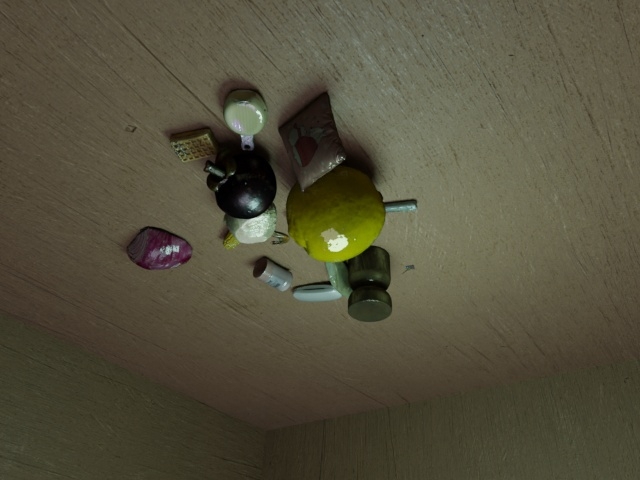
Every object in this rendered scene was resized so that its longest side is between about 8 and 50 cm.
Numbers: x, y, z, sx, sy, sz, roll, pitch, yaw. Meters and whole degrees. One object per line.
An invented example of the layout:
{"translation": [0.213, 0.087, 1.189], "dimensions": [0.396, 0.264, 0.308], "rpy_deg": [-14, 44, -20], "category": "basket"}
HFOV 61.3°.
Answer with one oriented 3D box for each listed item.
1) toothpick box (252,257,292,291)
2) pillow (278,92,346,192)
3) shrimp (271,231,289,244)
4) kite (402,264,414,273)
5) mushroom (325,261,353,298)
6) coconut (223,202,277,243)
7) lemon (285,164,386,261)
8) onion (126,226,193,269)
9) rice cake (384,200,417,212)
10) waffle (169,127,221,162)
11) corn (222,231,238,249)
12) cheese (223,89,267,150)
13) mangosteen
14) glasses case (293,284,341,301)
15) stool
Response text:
{"translation": [-0.206, 0.148, 2.342], "dimensions": [0.149, 0.098, 0.098], "rpy_deg": [32, 134, -34], "category": "toothpick box"}
{"translation": [-0.025, -0.297, 1.654], "dimensions": [0.223, 0.236, 0.084], "rpy_deg": [-27, 163, 39], "category": "pillow"}
{"translation": [-0.185, -0.008, 2.197], "dimensions": [0.114, 0.023, 0.083], "rpy_deg": [19, 143, -27], "category": "shrimp"}
{"translation": [0.377, 0.124, 2.354], "dimensions": [0.078, 0.002, 0.044], "rpy_deg": [-26, 135, 32], "category": "kite"}
{"translation": [0.095, 0.166, 2.351], "dimensions": [0.087, 0.107, 0.333], "rpy_deg": [32, 168, 44], "category": "mushroom"}
{"translation": [-0.261, -0.080, 1.979], "dimensions": [0.194, 0.194, 0.194], "rpy_deg": [2, 143, 1], "category": "coconut"}
{"translation": [0.050, -0.092, 1.822], "dimensions": [0.348, 0.348, 0.348], "rpy_deg": [2, 143, 1], "category": "lemon"}
{"translation": [-0.672, 0.070, 2.262], "dimensions": [0.247, 0.111, 0.250], "rpy_deg": [27, 135, -27], "category": "onion"}
{"translation": [0.255, -0.120, 2.009], "dimensions": [0.208, 0.033, 0.033], "rpy_deg": [-5, 141, 11], "category": "rice cake"}
{"translation": [-0.414, -0.314, 1.786], "dimensions": [0.148, 0.042, 0.102], "rpy_deg": [-9, 142, 15], "category": "waffle"}
{"translation": [-0.331, -0.027, 2.143], "dimensions": [0.067, 0.067, 0.206], "rpy_deg": [21, 141, -23], "category": "corn"}
{"translation": [-0.232, -0.365, 1.690], "dimensions": [0.137, 0.064, 0.227], "rpy_deg": [6, 142, 1], "category": "cheese"}
{"translation": [-0.272, -0.191, 1.788], "dimensions": [0.228, 0.228, 0.265], "rpy_deg": [-28, 138, 34], "category": "mangosteen"}
{"translation": [-0.014, 0.242, 2.479], "dimensions": [0.233, 0.059, 0.092], "rpy_deg": [-7, 147, 23], "category": "glasses case"}
{"translation": [0.201, 0.177, 2.218], "dimensions": [0.179, 0.264, 0.179], "rpy_deg": [2, 143, 2], "category": "stool"}
